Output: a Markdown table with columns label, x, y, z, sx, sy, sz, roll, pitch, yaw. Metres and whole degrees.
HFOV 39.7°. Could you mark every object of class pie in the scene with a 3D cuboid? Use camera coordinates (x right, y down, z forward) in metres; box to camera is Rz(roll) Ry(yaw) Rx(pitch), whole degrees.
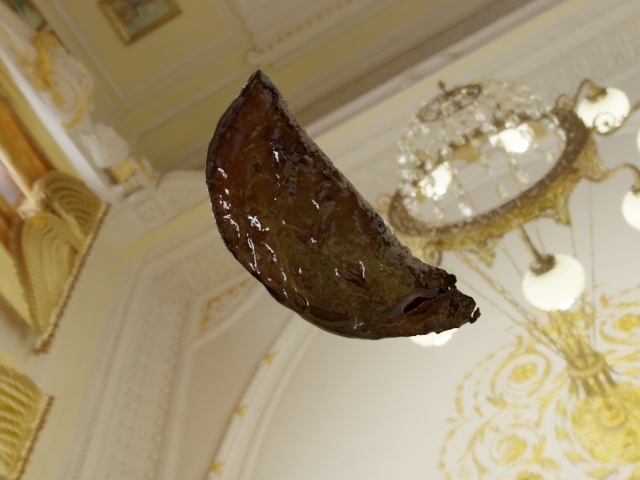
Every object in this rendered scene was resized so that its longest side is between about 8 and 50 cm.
| label | x | y | z | sx | sy | sz | roll | pitch | yaw |
| --- | --- | --- | --- | --- | --- | --- | --- | --- | --- |
| pie | -0.003 | 0.000 | 0.507 | 0.088 | 0.191 | 0.033 | -44 | 176 | 16 |
